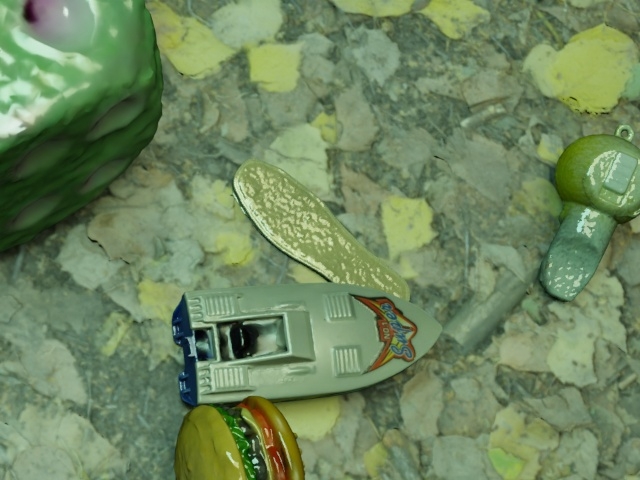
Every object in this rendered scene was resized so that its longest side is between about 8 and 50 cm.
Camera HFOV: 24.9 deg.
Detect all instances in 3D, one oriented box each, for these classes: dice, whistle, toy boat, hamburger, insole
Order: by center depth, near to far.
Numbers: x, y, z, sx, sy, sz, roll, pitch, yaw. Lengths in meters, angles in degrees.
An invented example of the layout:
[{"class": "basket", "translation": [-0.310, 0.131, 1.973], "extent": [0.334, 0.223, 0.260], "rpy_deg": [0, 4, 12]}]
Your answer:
[{"class": "dice", "translation": [-0.360, -0.175, 1.431], "extent": [0.322, 0.318, 0.330], "rpy_deg": [-31, 83, -23]}, {"class": "hamburger", "translation": [-0.083, 0.236, 1.471], "extent": [0.115, 0.162, 0.162], "rpy_deg": [-10, 75, -25]}, {"class": "toy boat", "translation": [-0.005, 0.106, 1.570], "extent": [0.295, 0.088, 0.129], "rpy_deg": [-3, 73, -17]}, {"class": "insole", "translation": [0.000, 0.000, 1.649], "extent": [0.248, 0.011, 0.081], "rpy_deg": [40, 65, -2]}, {"class": "whistle", "translation": [0.319, -0.035, 1.723], "extent": [0.122, 0.123, 0.223], "rpy_deg": [24, 88, -8]}]
